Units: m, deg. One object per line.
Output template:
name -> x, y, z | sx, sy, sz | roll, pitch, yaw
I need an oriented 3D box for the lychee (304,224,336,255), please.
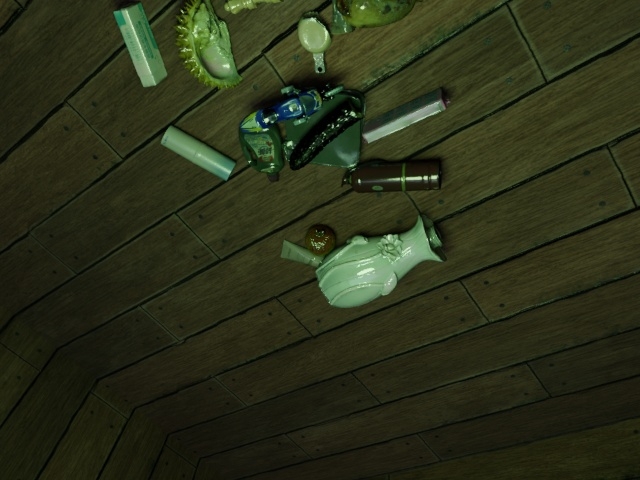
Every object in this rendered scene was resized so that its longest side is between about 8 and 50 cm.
lychee -> 0.000, 0.000, 1.904 | 0.114, 0.114, 0.146 | 4, 150, 8

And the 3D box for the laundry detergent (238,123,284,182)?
laundry detergent -> -0.190, -0.290, 1.745 | 0.144, 0.078, 0.222 | 1, 129, 14

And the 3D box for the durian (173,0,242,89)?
durian -> -0.338, -0.576, 1.514 | 0.166, 0.172, 0.307 | -17, 117, -6

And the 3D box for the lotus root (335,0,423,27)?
lotus root -> 0.171, -0.633, 1.352 | 0.278, 0.154, 0.154 | -23, 127, -17

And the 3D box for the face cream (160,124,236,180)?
face cream -> -0.412, -0.296, 1.780 | 0.250, 0.077, 0.077 | 30, 127, -10

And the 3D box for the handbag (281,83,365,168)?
handbag -> 0.005, -0.358, 1.650 | 0.259, 0.079, 0.248 | 7, 126, 9

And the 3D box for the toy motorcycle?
toy motorcycle -> -0.085, -0.385, 1.514 | 0.315, 0.169, 0.113 | -15, 109, 23

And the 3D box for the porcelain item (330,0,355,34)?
porcelain item -> 0.049, -0.672, 1.401 | 0.069, 0.081, 0.216 | 9, 129, 28

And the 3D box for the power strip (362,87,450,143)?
power strip -> 0.250, -0.374, 1.568 | 0.278, 0.109, 0.038 | -20, 119, 25

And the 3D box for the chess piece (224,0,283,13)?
chess piece -> -0.191, -0.675, 1.464 | 0.171, 0.060, 0.060 | -8, 125, 20

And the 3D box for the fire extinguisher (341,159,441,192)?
fire extinguisher -> 0.221, -0.203, 1.711 | 0.341, 0.105, 0.141 | 0, 158, 19

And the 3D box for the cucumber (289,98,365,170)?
cucumber -> -0.001, -0.313, 1.590 | 0.303, 0.072, 0.081 | -34, 111, 33

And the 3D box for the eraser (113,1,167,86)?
eraser -> -0.537, -0.588, 1.571 | 0.052, 0.096, 0.225 | -4, 126, 15

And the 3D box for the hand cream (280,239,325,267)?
hand cream -> -0.060, 0.060, 2.004 | 0.186, 0.054, 0.087 | 18, 125, 6

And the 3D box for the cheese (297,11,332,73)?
cheese -> -0.006, -0.570, 1.509 | 0.092, 0.048, 0.171 | -16, 122, 25

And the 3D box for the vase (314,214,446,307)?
vase -> 0.217, 0.074, 1.850 | 0.445, 0.250, 0.250 | -27, 118, 23
